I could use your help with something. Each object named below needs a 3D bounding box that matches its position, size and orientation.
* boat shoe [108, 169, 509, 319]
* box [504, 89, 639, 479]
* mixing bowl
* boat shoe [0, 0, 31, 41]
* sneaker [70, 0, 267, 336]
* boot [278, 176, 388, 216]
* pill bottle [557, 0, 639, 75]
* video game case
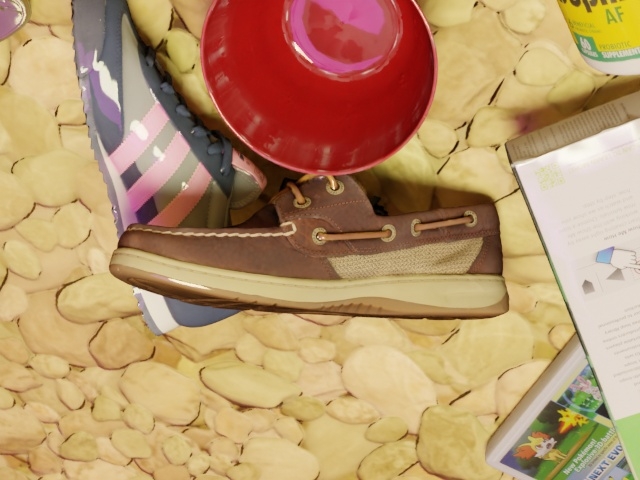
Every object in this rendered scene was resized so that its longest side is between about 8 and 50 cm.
[{"bbox_3d":[-0.002,-0.003,1.189,0.342,0.123,0.123,4,174,-22],"label":"boat shoe"},{"bbox_3d":[0.309,0.025,1.179,0.232,0.058,0.322,-20,113,9],"label":"box"},{"bbox_3d":[0.007,-0.152,1.133,0.181,0.098,0.181,6,120,10],"label":"mixing bowl"},{"bbox_3d":[-0.308,-0.182,1.233,0.153,0.048,0.056,-18,109,17],"label":"boat shoe"},{"bbox_3d":[-0.117,-0.077,1.224,0.131,0.112,0.319,-11,117,4],"label":"sneaker"},{"bbox_3d":[0.000,0.000,1.299,0.099,0.045,0.121,17,131,-8],"label":"boot"},{"bbox_3d":[0.201,-0.229,1.025,0.118,0.117,0.208,-15,122,23],"label":"pill bottle"},{"bbox_3d":[0.357,0.159,1.343,0.300,0.036,0.329,26,129,-7],"label":"video game case"}]
